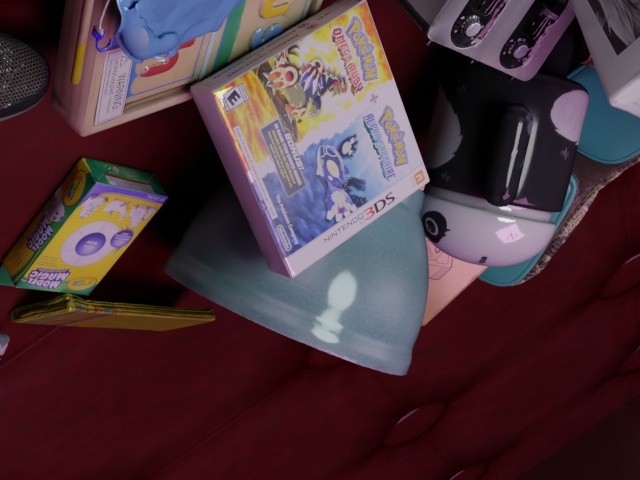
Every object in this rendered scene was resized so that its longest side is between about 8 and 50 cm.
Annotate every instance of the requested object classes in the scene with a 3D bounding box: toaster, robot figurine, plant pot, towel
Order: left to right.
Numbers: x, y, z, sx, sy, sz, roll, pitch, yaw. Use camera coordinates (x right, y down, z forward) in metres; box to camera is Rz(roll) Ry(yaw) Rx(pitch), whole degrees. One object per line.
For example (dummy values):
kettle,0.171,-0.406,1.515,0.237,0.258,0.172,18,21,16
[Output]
towel,-0.236,0.086,1.366,0.102,0.021,0.237,-12,167,35
plant pot,0.000,0.000,1.295,0.293,0.293,0.196,21,93,-56
toaster,0.140,-0.259,1.139,0.168,0.186,0.110,14,123,-44
robot figurine,0.203,-0.109,1.345,0.209,0.173,0.278,5,99,-50

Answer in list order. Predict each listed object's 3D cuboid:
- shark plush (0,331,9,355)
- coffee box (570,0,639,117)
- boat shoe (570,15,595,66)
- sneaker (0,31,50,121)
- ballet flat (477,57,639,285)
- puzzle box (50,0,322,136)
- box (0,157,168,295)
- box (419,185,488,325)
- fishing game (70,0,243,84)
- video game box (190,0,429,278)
shark plush,-0.409,0.103,1.251,0.161,0.073,0.067,34,89,-38
coffee box,0.441,-0.307,1.076,0.337,0.334,0.338,13,143,-40
boat shoe,0.301,-0.284,1.321,0.060,0.064,0.178,-6,110,-28
sneaker,-0.285,-0.143,0.905,0.130,0.087,0.227,-3,171,40
ballet flat,0.333,-0.136,1.535,0.483,0.164,0.182,-58,-179,43
puzzle box,-0.068,-0.282,0.950,0.272,0.052,0.409,-27,152,-38
box,-0.254,-0.003,1.233,0.179,0.043,0.105,-47,149,23
box,0.120,0.005,1.538,0.201,0.021,0.164,37,112,-24
fishing game,-0.091,-0.216,0.906,0.264,0.041,0.189,-38,165,-31
video game box,-0.003,-0.097,1.116,0.187,0.048,0.205,-37,120,-25
